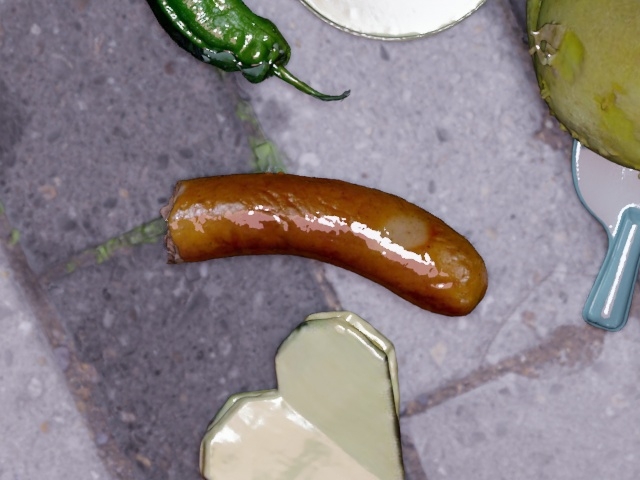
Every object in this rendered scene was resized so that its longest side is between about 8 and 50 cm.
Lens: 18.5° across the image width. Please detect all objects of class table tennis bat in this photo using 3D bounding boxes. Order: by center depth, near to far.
[{"bbox_3d":[0.284,-0.034,1.732,0.149,0.038,0.237,17,95,1],"label":"table tennis bat"}]

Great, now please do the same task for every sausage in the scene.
[{"bbox_3d":[0.002,-0.005,1.738,0.302,0.076,0.102,10,106,5],"label":"sausage"}]

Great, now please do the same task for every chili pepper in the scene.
[{"bbox_3d":[-0.087,-0.221,1.720,0.122,0.065,0.278,-29,91,15],"label":"chili pepper"}]

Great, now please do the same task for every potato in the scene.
[{"bbox_3d":[0.347,-0.168,1.607,0.359,0.219,0.269,10,67,-1],"label":"potato"}]

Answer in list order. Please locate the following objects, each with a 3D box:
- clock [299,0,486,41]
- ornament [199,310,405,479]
[{"bbox_3d":[0.064,-0.291,1.715,0.235,0.029,0.235,1,98,5],"label":"clock"},{"bbox_3d":[0.006,0.178,1.777,0.180,0.059,0.201,41,102,-3],"label":"ornament"}]
